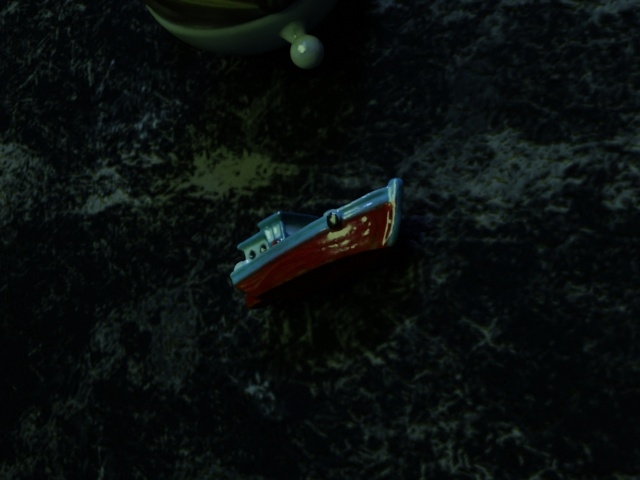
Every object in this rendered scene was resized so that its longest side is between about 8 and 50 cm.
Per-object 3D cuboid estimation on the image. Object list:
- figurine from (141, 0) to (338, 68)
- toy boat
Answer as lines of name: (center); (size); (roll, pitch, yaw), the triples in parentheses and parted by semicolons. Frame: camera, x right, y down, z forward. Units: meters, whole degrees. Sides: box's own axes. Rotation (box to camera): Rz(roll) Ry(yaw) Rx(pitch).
figurine: (-0.089, -0.279, 1.047); (0.281, 0.167, 0.370); (-30, 42, -3)
toy boat: (0.000, 0.000, 0.927); (0.173, 0.069, 0.058); (-27, 67, 39)
